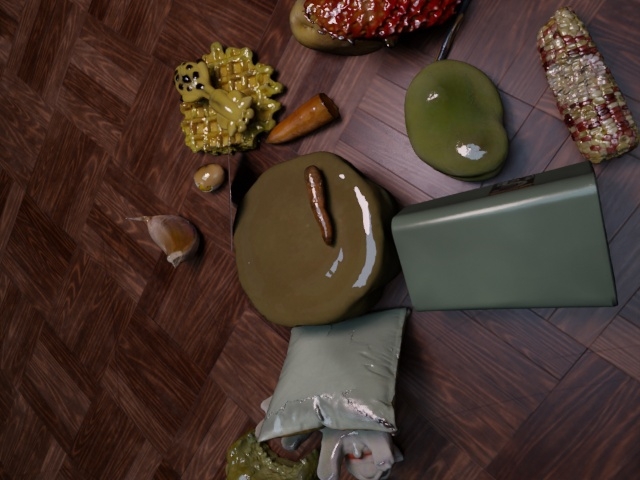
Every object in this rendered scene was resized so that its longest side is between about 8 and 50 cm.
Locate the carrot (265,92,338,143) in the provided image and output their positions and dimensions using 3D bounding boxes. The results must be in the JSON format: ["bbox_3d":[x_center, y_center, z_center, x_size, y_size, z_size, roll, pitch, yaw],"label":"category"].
[{"bbox_3d":[-0.058,-0.278,1.104,0.205,0.072,0.072,-22,82,29],"label":"carrot"}]

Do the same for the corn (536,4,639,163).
[{"bbox_3d":[0.462,-0.274,0.817,0.098,0.098,0.289,-23,83,26],"label":"corn"}]

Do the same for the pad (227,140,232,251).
[{"bbox_3d":[-0.215,-0.110,1.100,0.002,0.266,0.176,-2,127,-11],"label":"pad"}]

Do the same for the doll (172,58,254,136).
[{"bbox_3d":[-0.262,-0.355,1.132,0.291,0.086,0.117,38,112,25],"label":"doll"}]

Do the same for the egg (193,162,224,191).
[{"bbox_3d":[-0.291,-0.168,1.228,0.083,0.071,0.071,-22,82,22],"label":"egg"}]

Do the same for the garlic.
[{"bbox_3d":[-0.416,-0.018,1.267,0.198,0.129,0.090,43,126,16],"label":"garlic"}]

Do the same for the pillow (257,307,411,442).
[{"bbox_3d":[0.035,0.275,0.981,0.313,0.310,0.119,-14,125,25],"label":"pillow"}]

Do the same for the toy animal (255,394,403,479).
[{"bbox_3d":[0.024,0.437,1.049,0.308,0.188,0.266,-29,48,14],"label":"toy animal"}]

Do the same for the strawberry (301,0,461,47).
[{"bbox_3d":[0.126,-0.489,0.881,0.306,0.137,0.233,-34,83,-16],"label":"strawberry"}]

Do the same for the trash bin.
[{"bbox_3d":[0.325,0.009,0.845,0.344,0.158,0.222,-10,104,29],"label":"trash bin"}]

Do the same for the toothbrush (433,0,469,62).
[{"bbox_3d":[0.271,-0.427,0.951,0.031,0.023,0.321,40,110,30],"label":"toothbrush"}]

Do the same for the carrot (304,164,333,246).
[{"bbox_3d":[-0.002,-0.067,0.895,0.036,0.036,0.165,-15,82,27],"label":"carrot"}]

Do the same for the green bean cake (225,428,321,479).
[{"bbox_3d":[-0.119,0.608,1.145,0.236,0.124,0.232,5,95,28],"label":"green bean cake"}]

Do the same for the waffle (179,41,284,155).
[{"bbox_3d":[-0.240,-0.347,1.201,0.312,0.060,0.307,35,108,24],"label":"waffle"}]

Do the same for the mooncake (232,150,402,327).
[{"bbox_3d":[0.000,0.000,1.022,0.379,0.201,0.378,-1,87,28],"label":"mooncake"}]

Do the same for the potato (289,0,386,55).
[{"bbox_3d":[0.031,-0.466,1.011,0.243,0.138,0.098,14,103,29],"label":"potato"}]

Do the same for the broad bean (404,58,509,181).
[{"bbox_3d":[0.267,-0.233,0.919,0.189,0.121,0.263,-26,70,21],"label":"broad bean"}]
